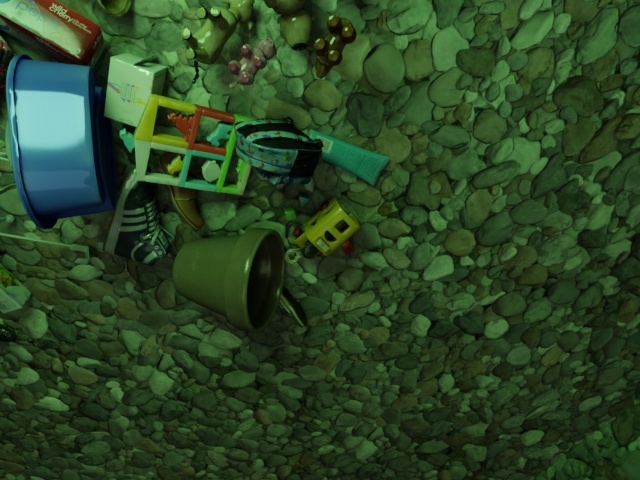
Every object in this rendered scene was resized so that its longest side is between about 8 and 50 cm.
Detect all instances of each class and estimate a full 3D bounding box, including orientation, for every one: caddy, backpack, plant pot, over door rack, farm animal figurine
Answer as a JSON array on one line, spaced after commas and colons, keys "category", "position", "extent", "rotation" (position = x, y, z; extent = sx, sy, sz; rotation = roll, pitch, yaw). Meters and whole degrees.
[{"category": "caddy", "position": [-0.535, -0.195, 0.872], "extent": [0.179, 0.241, 0.342], "rotation": [-5, 89, -16]}, {"category": "backpack", "position": [-0.105, -0.196, 0.939], "extent": [0.173, 0.158, 0.117], "rotation": [-9, 131, -41]}, {"category": "plant pot", "position": [-0.237, 0.087, 1.099], "extent": [0.229, 0.263, 0.263], "rotation": [7, 121, 16]}, {"category": "over door rack", "position": [-0.693, -0.096, 1.050], "extent": [0.324, 0.108, 0.240], "rotation": [22, 118, -30]}, {"category": "farm animal figurine", "position": [-0.088, -0.456, 0.825], "extent": [0.330, 0.172, 0.327], "rotation": [7, 107, 3]}]

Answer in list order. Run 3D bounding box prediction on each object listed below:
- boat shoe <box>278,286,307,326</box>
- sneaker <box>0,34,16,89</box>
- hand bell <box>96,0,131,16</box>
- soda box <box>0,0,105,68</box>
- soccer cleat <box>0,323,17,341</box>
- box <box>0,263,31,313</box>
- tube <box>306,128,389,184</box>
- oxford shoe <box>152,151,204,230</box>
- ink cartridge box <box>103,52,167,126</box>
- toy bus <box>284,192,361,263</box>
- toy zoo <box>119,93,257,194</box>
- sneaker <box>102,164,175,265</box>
[{"category": "boat shoe", "position": [-0.094, 0.195, 1.255], "extent": [0.049, 0.056, 0.152], "rotation": [-27, 107, 19]}, {"category": "sneaker", "position": [-0.751, -0.331, 0.911], "extent": [0.299, 0.121, 0.112], "rotation": [-38, 85, 19]}, {"category": "hand bell", "position": [-0.504, -0.513, 0.820], "extent": [0.241, 0.126, 0.126], "rotation": [11, 120, 5]}, {"category": "soda box", "position": [-0.570, -0.440, 0.838], "extent": [0.263, 0.092, 0.084], "rotation": [28, 77, -17]}, {"category": "soccer cleat", "position": [-0.993, 0.268, 1.258], "extent": [0.178, 0.072, 0.060], "rotation": [24, 116, -15]}, {"category": "box", "position": [-0.903, 0.060, 1.122], "extent": [0.067, 0.063, 0.324], "rotation": [-18, 127, 7]}, {"category": "tube", "position": [0.060, -0.203, 1.033], "extent": [0.207, 0.052, 0.080], "rotation": [20, 122, -18]}, {"category": "oxford shoe", "position": [-0.329, -0.119, 1.057], "extent": [0.076, 0.076, 0.212], "rotation": [-21, 119, -2]}, {"category": "ink cartridge box", "position": [-0.393, -0.329, 0.921], "extent": [0.089, 0.092, 0.143], "rotation": [17, 117, -11]}, {"category": "toy bus", "position": [0.005, -0.011, 1.098], "extent": [0.190, 0.104, 0.202], "rotation": [-2, 114, -7]}, {"category": "toy zoo", "position": [-0.291, -0.209, 0.966], "extent": [0.293, 0.030, 0.192], "rotation": [6, 122, -31]}, {"category": "sneaker", "position": [-0.429, -0.055, 1.073], "extent": [0.153, 0.099, 0.282], "rotation": [26, 121, -13]}]
